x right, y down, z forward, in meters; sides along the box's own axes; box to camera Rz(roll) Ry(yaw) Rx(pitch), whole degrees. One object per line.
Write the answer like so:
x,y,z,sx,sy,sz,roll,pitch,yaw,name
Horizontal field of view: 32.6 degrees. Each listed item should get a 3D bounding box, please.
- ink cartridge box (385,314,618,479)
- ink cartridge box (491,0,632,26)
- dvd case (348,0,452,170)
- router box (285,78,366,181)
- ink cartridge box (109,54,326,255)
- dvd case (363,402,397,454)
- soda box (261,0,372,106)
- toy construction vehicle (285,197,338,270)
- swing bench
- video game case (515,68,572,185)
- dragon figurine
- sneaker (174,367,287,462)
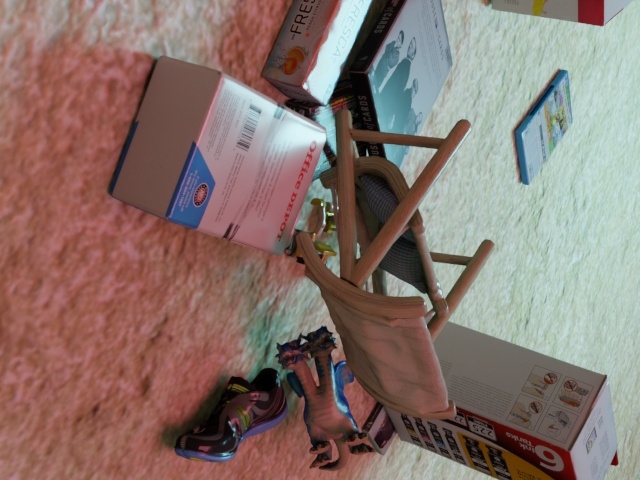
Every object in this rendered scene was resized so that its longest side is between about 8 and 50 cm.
0.260,0.263,1.586,0.130,0.309,0.272,-56,145,-25,ink cartridge box
0.337,-0.387,1.511,0.128,0.176,0.127,-41,135,-39,ink cartridge box
0.104,-0.212,1.344,0.179,0.029,0.239,73,34,-44,dvd case
0.008,-0.129,1.278,0.122,0.038,0.092,-28,129,-48,router box
-0.096,-0.080,1.102,0.203,0.085,0.148,21,89,-59,ink cartridge box
0.109,0.257,1.658,0.119,0.013,0.087,-58,146,-23,dvd case
0.006,-0.243,1.196,0.063,0.058,0.183,33,80,-57,soda box
0.000,0.000,1.337,0.086,0.035,0.098,15,94,-58,toy construction vehicle
0.083,0.032,1.235,0.253,0.165,0.255,70,33,-53,swing bench
0.374,-0.189,1.821,0.166,0.015,0.119,-51,142,-28,video game case
0.008,0.203,1.377,0.289,0.085,0.144,71,4,-66,dragon figurine
-0.106,0.200,1.267,0.188,0.067,0.078,-27,119,-52,sneaker
